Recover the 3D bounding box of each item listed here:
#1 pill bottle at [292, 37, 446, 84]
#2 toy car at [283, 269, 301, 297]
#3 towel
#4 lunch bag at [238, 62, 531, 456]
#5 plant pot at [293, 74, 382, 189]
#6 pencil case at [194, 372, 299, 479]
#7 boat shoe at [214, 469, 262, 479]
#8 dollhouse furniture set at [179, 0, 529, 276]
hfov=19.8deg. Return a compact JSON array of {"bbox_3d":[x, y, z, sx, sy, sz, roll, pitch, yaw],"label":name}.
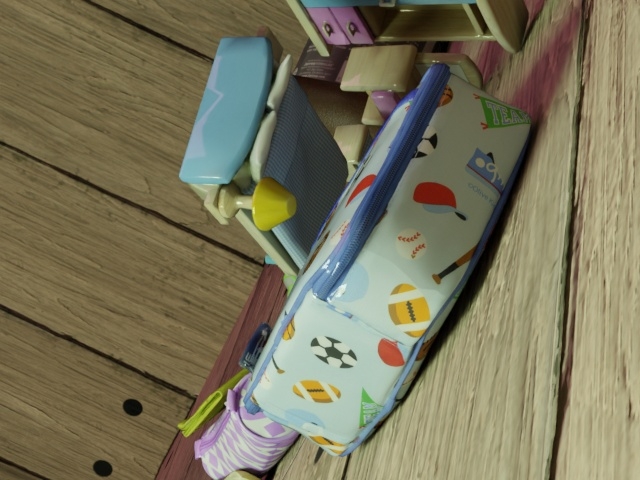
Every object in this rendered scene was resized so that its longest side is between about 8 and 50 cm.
[{"bbox_3d":[0.068,-0.243,2.312,0.278,0.162,0.162,-66,4,-21],"label":"pill bottle"},{"bbox_3d":[0.000,0.000,2.461,0.225,0.053,0.239,-66,4,-21],"label":"toy car"},{"bbox_3d":[-0.061,0.130,2.014,0.237,0.021,0.102,-37,-10,-44],"label":"towel"},{"bbox_3d":[0.046,0.016,1.406,0.243,0.115,0.303,-65,5,-33],"label":"lunch bag"},{"bbox_3d":[-0.018,-0.091,2.010,0.215,0.230,0.215,-155,90,-86],"label":"plant pot"},{"bbox_3d":[-0.075,0.202,1.946,0.206,0.088,0.086,118,148,-63],"label":"pencil case"},{"bbox_3d":[-0.102,0.290,1.986,0.049,0.056,0.152,-61,2,-28],"label":"boat shoe"},{"bbox_3d":[0.053,-0.087,1.600,0.286,0.198,0.303,53,-133,-52],"label":"dollhouse furniture set"}]
